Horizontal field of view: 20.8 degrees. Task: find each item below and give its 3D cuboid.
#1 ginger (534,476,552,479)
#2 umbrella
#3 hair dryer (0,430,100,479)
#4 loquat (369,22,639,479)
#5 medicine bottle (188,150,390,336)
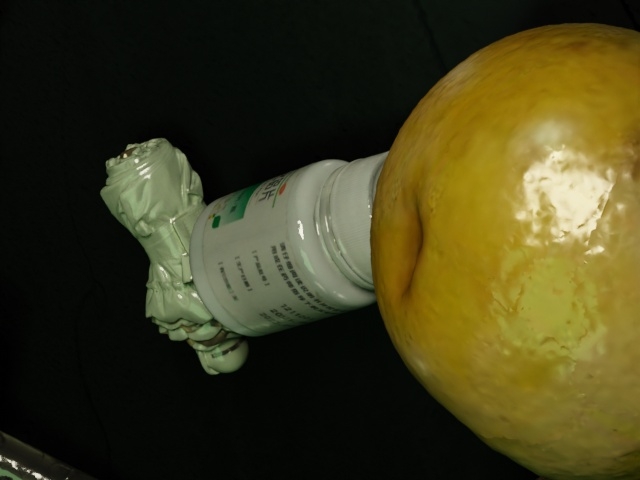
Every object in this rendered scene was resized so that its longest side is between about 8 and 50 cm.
[{"bbox_3d":[0.150,0.232,0.954,0.189,0.126,0.354,16,128,18],"label":"ginger"},{"bbox_3d":[-0.077,0.011,0.992,0.067,0.062,0.143,-20,105,9],"label":"umbrella"},{"bbox_3d":[-0.184,0.143,1.172,0.248,0.078,0.196,25,133,4],"label":"hair dryer"},{"bbox_3d":[0.126,0.003,0.750,0.213,0.213,0.213,18,131,23],"label":"loquat"},{"bbox_3d":[0.000,0.000,0.915,0.130,0.080,0.080,-19,110,41],"label":"medicine bottle"}]
